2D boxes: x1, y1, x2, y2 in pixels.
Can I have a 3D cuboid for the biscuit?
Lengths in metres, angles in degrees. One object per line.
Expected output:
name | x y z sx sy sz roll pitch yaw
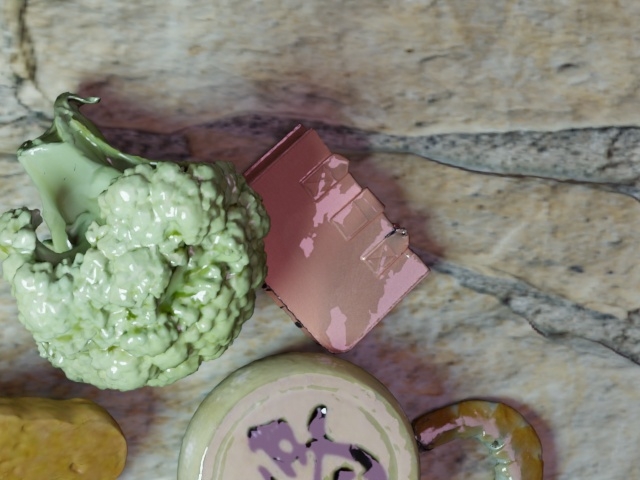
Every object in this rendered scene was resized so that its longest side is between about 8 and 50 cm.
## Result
biscuit | -0.349 0.283 1.344 0.351 0.057 0.312 -19 128 -26

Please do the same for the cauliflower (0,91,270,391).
cauliflower | -0.197 0.016 1.325 0.281 0.260 0.327 29 129 5

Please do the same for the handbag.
handbag | 0.000 0.000 1.492 0.157 0.059 0.212 -44 108 -9

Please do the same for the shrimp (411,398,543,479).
shrimp | 0.173 0.260 1.583 0.166 0.049 0.161 6 91 -18

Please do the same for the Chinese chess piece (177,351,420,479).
Chinese chess piece | -0.022 0.244 1.472 0.257 0.104 0.257 -1 93 -13
